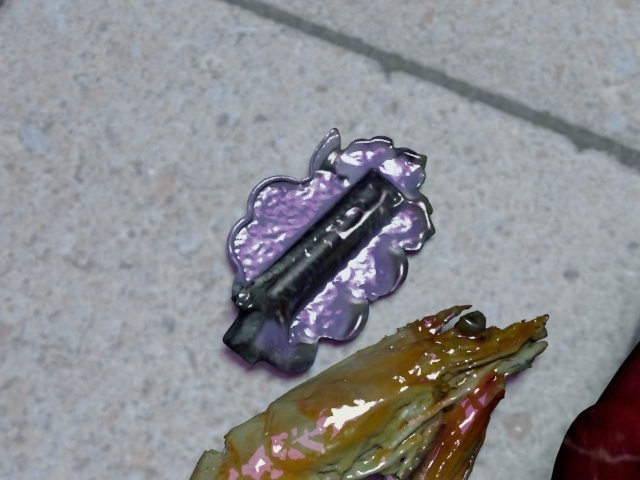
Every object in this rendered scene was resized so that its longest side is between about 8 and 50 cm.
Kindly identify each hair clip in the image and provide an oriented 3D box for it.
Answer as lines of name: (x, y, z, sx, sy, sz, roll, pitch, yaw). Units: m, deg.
hair clip: (0.001, 0.000, 0.847, 0.124, 0.052, 0.195, 40, 73, 6)

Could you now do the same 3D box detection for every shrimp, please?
shrimp: (0.041, 0.142, 0.801, 0.294, 0.062, 0.154, -38, 88, -7)

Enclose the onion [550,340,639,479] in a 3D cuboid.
onion: (0.364, 0.166, 0.683, 0.420, 0.398, 0.399, 19, 69, -38)
